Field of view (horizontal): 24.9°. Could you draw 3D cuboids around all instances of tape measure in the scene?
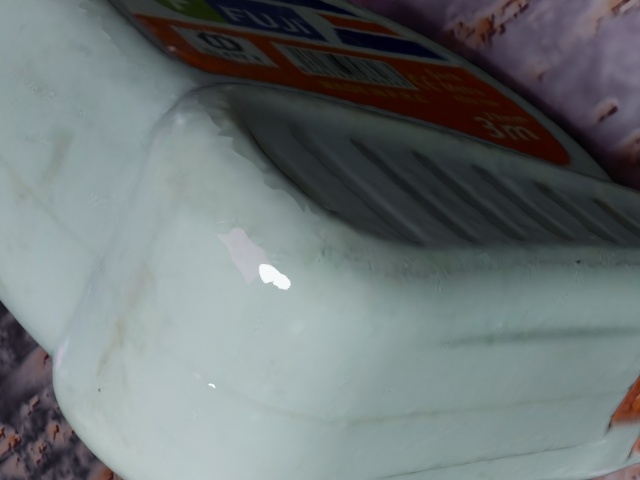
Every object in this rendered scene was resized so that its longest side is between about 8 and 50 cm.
[{"bbox_3d":[0.001,0.000,0.510,0.246,0.243,0.125,43,116,37],"label":"tape measure"}]
